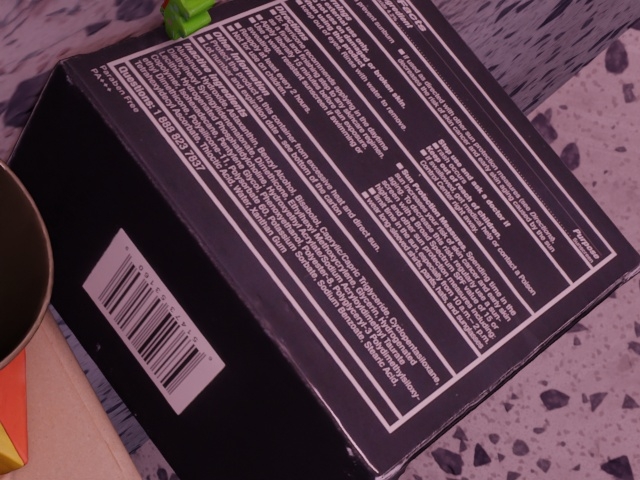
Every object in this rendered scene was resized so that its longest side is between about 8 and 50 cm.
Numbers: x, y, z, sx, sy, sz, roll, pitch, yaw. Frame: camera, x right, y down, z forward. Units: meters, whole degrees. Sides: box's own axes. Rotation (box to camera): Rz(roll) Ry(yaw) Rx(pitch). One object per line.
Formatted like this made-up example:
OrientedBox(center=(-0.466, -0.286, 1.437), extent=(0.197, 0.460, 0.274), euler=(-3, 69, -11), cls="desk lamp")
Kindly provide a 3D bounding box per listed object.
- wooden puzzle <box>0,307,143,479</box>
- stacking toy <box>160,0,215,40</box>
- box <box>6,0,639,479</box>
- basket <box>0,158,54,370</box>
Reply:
OrientedBox(center=(-0.234, 0.192, 0.757), extent=(0.322, 0.348, 0.080), euler=(-30, -172, -41), cls="wooden puzzle")
OrientedBox(center=(-0.003, -0.194, 0.625), extent=(0.167, 0.052, 0.221), euler=(-33, 173, -19), cls="stacking toy")
OrientedBox(center=(0.000, 0.000, 0.829), extent=(0.294, 0.296, 0.183), euler=(-30, 169, -40), cls="box")
OrientedBox(center=(-0.264, 0.057, 0.567), extent=(0.227, 0.154, 0.204), euler=(-38, 172, 29), cls="basket")
